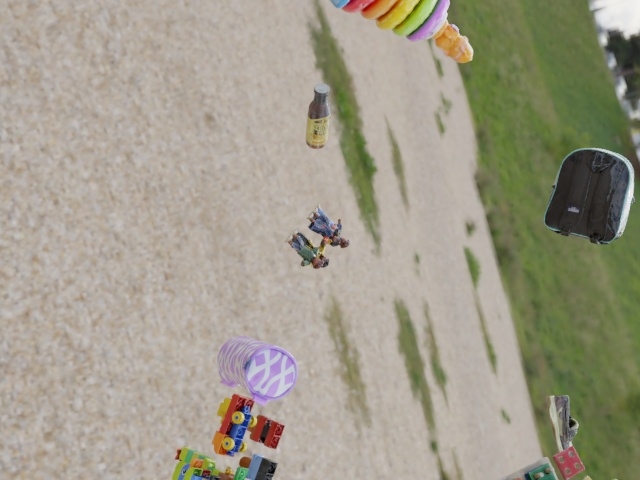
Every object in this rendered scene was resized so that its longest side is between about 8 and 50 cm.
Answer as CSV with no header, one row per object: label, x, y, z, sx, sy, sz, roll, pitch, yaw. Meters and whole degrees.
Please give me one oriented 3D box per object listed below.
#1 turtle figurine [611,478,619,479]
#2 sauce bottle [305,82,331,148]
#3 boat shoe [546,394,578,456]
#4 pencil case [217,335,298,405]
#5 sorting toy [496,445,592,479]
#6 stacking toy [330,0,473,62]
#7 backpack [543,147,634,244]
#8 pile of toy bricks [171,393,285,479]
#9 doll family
turtle figurine,0.485,0.269,1.296,0.274,0.266,0.198,66,-13,-7
sauce bottle,-0.003,-0.214,1.651,0.128,0.042,0.042,94,-8,-52
boat shoe,0.487,0.371,1.907,0.056,0.049,0.152,-72,144,-55
pencil case,-0.099,0.194,1.454,0.088,0.086,0.206,-71,-164,-6
sorting toy,0.376,0.445,1.623,0.132,0.275,0.046,66,-28,13
stacking toy,0.168,-0.423,1.748,0.302,0.165,0.175,35,14,-18
backpack,0.574,-0.102,2.020,0.144,0.166,0.188,-21,123,-59
pile of toy bricks,-0.137,0.279,1.134,0.118,0.105,0.212,31,79,-52
doll family,0.000,0.000,2.057,0.111,0.076,0.193,44,55,-3
